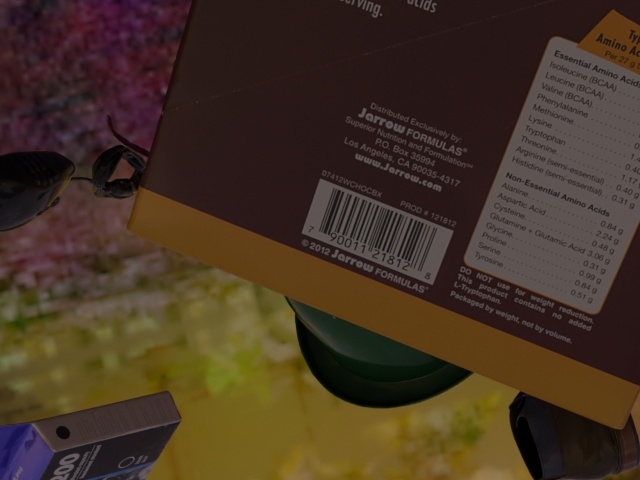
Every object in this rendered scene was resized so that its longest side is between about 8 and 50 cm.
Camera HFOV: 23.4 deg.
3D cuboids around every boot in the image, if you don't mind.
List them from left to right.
[{"bbox_3d":[0.229,0.138,1.539,0.106,0.219,0.082,-15,161,-20],"label":"boot"}]

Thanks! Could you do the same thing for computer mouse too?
[{"bbox_3d":[-0.196,-0.037,1.209,0.071,0.041,0.242,-54,163,21],"label":"computer mouse"}]

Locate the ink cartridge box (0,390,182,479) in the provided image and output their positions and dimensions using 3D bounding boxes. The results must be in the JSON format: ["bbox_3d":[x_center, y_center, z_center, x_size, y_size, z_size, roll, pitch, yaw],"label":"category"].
[{"bbox_3d":[-0.267,0.242,1.566,0.208,0.045,0.206,-7,144,-37],"label":"ink cartridge box"}]

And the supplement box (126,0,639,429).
[{"bbox_3d":[0.059,-0.074,0.554,0.191,0.194,0.129,22,-155,6],"label":"supplement box"}]

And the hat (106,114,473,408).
[{"bbox_3d":[0.000,0.000,0.980,0.208,0.173,0.183,-19,147,28],"label":"hat"}]
